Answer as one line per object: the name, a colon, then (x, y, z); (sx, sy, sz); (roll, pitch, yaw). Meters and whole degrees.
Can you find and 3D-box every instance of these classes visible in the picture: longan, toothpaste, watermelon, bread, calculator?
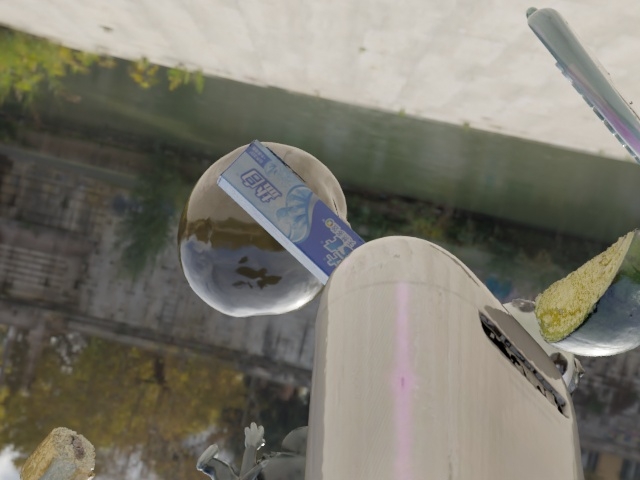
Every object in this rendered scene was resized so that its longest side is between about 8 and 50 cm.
longan: (-0.100, -0.019, 1.920); (0.361, 0.360, 0.361); (13, 179, 0)
toothpaste: (0.000, 0.000, 1.178); (0.272, 0.066, 0.053); (44, 166, -3)
watermelon: (0.274, 0.070, 0.972); (0.075, 0.092, 0.181); (25, 149, -7)
bread: (-0.354, 0.316, 1.364); (0.082, 0.106, 0.125); (32, -178, -16)
calculator: (0.334, -0.198, 1.247); (0.185, 0.041, 0.298); (33, -154, -43)

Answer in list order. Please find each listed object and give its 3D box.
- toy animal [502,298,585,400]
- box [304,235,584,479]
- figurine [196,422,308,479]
toy animal: (0.357, 0.231, 1.822); (0.213, 0.212, 0.266); (13, 159, 29)
box: (0.103, 0.183, 0.771); (0.141, 0.348, 0.289); (-26, 129, 28)
figurine: (-0.092, 0.377, 1.602); (0.140, 0.193, 0.265); (-21, 154, 36)
